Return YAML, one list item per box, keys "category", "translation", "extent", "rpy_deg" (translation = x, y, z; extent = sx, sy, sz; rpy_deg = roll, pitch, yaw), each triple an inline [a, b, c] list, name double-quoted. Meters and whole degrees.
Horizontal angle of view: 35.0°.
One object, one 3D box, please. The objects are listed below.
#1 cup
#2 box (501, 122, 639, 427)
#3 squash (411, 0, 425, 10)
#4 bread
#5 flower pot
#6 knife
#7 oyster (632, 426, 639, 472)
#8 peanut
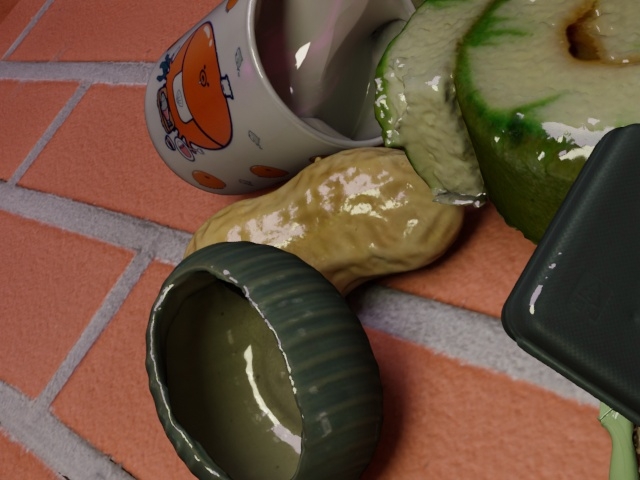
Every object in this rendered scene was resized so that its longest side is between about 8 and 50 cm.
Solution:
- category: "cup"
  translation: [-0.057, -0.169, 1.128]
  extent: [0.317, 0.212, 0.212]
  rpy_deg: [-17, 42, 58]
- category: "box"
  translation: [0.238, 0.050, 0.615]
  extent: [0.160, 0.230, 0.050]
  rpy_deg: [-57, 3, -14]
- category: "squash"
  translation: [0.127, -0.270, 1.196]
  extent: [0.066, 0.066, 0.229]
  rpy_deg: [-41, 36, 9]
- category: "bread"
  translation: [0.227, -0.140, 0.822]
  extent: [0.382, 0.129, 0.366]
  rpy_deg: [-15, 39, 17]
- category: "flower pot"
  translation: [-0.047, 0.115, 0.866]
  extent: [0.189, 0.157, 0.243]
  rpy_deg: [-32, 67, 16]
- category: "knife"
  translation: [0.215, 0.132, 0.733]
  extent: [0.030, 0.014, 0.207]
  rpy_deg: [-20, 41, 34]
- category: "oyster"
  translation: [0.240, 0.083, 0.680]
  extent: [0.056, 0.105, 0.177]
  rpy_deg: [-4, 81, 43]
- category: "peanut"
  translation: [0.000, 0.000, 0.998]
  extent: [0.313, 0.149, 0.149]
  rpy_deg: [-25, 39, 21]
